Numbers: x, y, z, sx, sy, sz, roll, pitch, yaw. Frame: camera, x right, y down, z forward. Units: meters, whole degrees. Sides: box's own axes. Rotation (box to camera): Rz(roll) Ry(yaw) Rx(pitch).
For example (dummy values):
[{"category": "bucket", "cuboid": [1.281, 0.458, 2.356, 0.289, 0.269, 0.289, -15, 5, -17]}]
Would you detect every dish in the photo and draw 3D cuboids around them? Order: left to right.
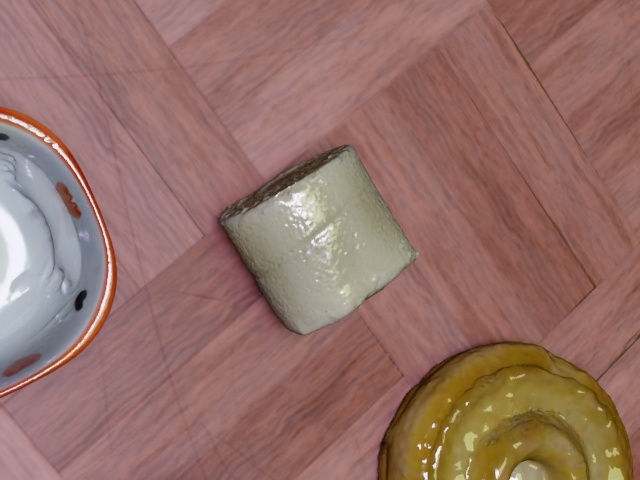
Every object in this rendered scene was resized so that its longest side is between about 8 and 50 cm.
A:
[{"category": "dish", "cuboid": [-0.309, 0.014, 1.043, 0.256, 0.117, 0.256, 0, 89, -25]}]

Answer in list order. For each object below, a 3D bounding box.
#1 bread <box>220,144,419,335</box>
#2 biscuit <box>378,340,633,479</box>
[{"category": "bread", "cuboid": [0.000, 0.000, 1.176, 0.148, 0.134, 0.141, -32, 102, -8]}, {"category": "biscuit", "cuboid": [0.205, 0.254, 1.286, 0.296, 0.102, 0.296, 1, 86, -23]}]
